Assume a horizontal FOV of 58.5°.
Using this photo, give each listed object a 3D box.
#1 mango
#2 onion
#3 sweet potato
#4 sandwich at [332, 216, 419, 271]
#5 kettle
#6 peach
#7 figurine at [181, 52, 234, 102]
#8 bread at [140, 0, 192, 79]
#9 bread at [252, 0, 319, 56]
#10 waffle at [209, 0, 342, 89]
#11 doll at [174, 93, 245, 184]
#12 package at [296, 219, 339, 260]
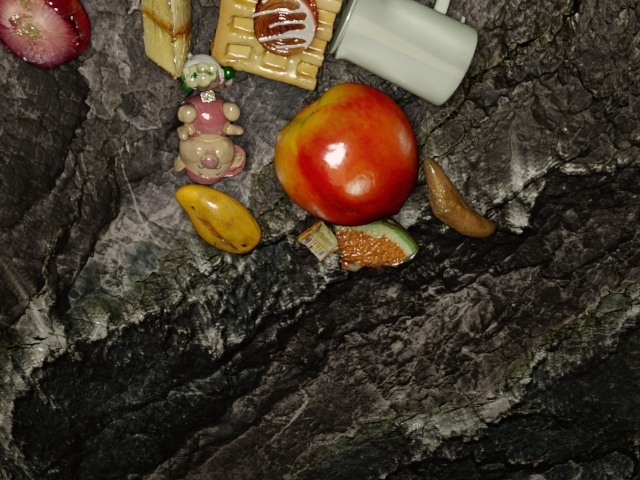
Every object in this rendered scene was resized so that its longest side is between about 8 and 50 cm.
[{"bbox_3d":[-0.296,-0.057,1.684,0.177,0.120,0.295,-14,144,34],"label":"mango"},{"bbox_3d":[-0.686,-0.542,1.408,0.247,0.161,0.248,6,124,9],"label":"onion"},{"bbox_3d":[0.392,-0.104,1.708,0.341,0.092,0.114,41,89,-22],"label":"sweet potato"},{"bbox_3d":[0.155,0.000,1.754,0.291,0.109,0.212,4,119,-3],"label":"sandwich"},{"bbox_3d":[0.210,-0.512,1.395,0.317,0.205,0.265,21,122,-9],"label":"kettle"},{"bbox_3d":[0.080,-0.208,1.494,0.387,0.388,0.389,0,121,0],"label":"peach"},{"bbox_3d":[-0.282,-0.410,1.452,0.147,0.197,0.094,-13,82,16],"label":"figurine"},{"bbox_3d":[-0.393,-0.534,1.399,0.135,0.178,0.240,4,123,-4],"label":"bread"},{"bbox_3d":[-0.081,-0.517,1.344,0.160,0.073,0.161,1,132,2],"label":"bread"},{"bbox_3d":[-0.112,-0.555,1.412,0.304,0.078,0.348,12,132,-10],"label":"waffle"},{"bbox_3d":[-0.306,-0.269,1.576,0.196,0.152,0.256,13,126,8],"label":"doll"},{"bbox_3d":[0.001,0.001,1.807,0.108,0.031,0.120,-37,113,21],"label":"package"}]
